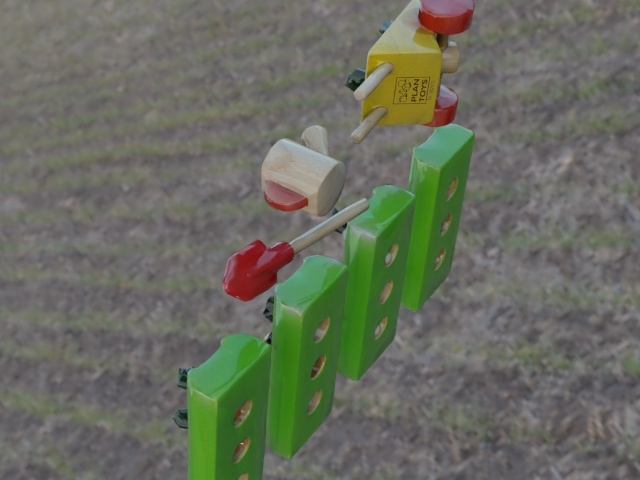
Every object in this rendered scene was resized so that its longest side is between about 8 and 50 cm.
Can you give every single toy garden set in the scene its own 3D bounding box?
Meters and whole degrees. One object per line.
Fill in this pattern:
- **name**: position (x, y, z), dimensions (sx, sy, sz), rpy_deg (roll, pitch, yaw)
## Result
- **toy garden set**: position (0.000, 0.000, 0.684), dimensions (0.049, 0.203, 0.244), rpy_deg (25, 45, 21)
